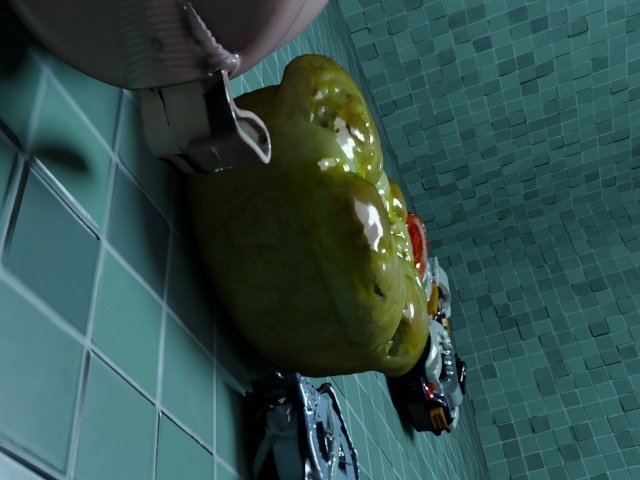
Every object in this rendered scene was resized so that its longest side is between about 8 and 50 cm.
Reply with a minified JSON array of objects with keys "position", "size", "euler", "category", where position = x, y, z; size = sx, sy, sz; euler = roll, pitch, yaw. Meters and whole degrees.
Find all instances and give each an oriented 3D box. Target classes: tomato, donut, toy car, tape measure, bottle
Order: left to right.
[{"position":[-0.059,-0.169,0.407],"size":[0.297,0.173,0.207],"euler":[-87,168,-62],"category":"bottle"},{"position":[-0.011,0.138,0.475],"size":[0.091,0.054,0.094],"euler":[37,35,-62],"category":"tape measure"},{"position":[0.000,0.000,0.543],"size":[0.261,0.128,0.209],"euler":[55,22,-58],"category":"donut"},{"position":[0.077,0.039,0.980],"size":[0.139,0.091,0.159],"euler":[38,63,-56],"category":"tomato"},{"position":[0.163,0.160,1.150],"size":[0.301,0.117,0.193],"euler":[-93,164,-48],"category":"toy car"}]
